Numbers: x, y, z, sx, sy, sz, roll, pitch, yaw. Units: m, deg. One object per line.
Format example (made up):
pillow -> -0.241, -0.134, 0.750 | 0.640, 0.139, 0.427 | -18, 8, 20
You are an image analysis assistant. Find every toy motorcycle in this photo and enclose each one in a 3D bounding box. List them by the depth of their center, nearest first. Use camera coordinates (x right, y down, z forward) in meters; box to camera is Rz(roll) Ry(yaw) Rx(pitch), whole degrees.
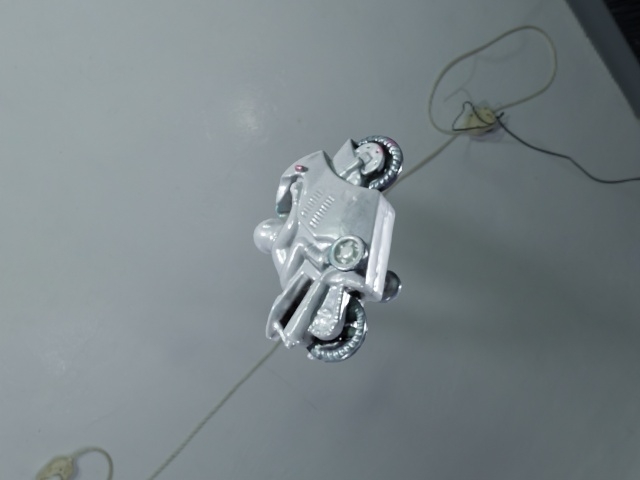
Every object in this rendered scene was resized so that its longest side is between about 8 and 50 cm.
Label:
toy motorcycle -> 0.000, 0.000, 0.634 | 0.110, 0.171, 0.260 | 39, 60, -54
